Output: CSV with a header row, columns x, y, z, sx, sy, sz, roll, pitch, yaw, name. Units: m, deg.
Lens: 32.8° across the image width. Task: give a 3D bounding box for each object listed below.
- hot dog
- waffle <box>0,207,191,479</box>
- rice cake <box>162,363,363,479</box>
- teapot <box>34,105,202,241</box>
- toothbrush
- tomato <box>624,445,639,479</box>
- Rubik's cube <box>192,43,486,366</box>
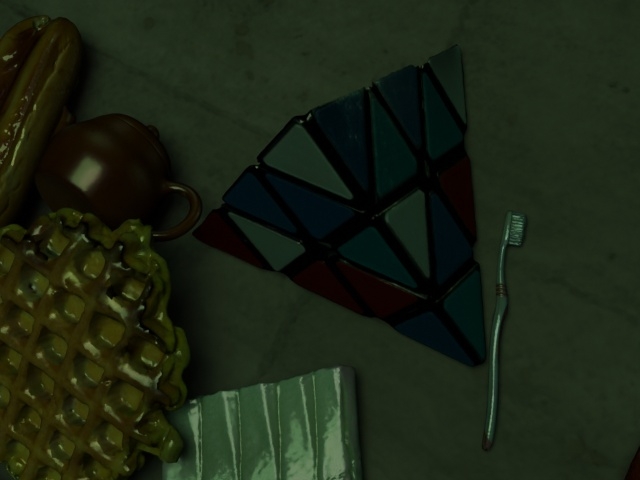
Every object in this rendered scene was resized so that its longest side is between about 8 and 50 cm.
x,y,z,sx,sy,sz,roll,pitch,yaw,name
-0.282,-0.090,0.983,0.100,0.068,0.250,9,72,39,hot dog
-0.211,0.098,0.890,0.243,0.058,0.238,-20,90,27,waffle
-0.045,0.211,0.859,0.189,0.037,0.198,-15,73,11,rice cake
-0.173,-0.059,0.932,0.173,0.116,0.116,32,85,18,teapot
0.143,0.069,0.860,0.019,0.013,0.193,8,77,8,toothbrush
0.293,0.199,0.742,0.173,0.099,0.189,13,81,15,tomato
0.000,0.000,0.895,0.234,0.284,0.250,-13,106,31,Rubik's cube
